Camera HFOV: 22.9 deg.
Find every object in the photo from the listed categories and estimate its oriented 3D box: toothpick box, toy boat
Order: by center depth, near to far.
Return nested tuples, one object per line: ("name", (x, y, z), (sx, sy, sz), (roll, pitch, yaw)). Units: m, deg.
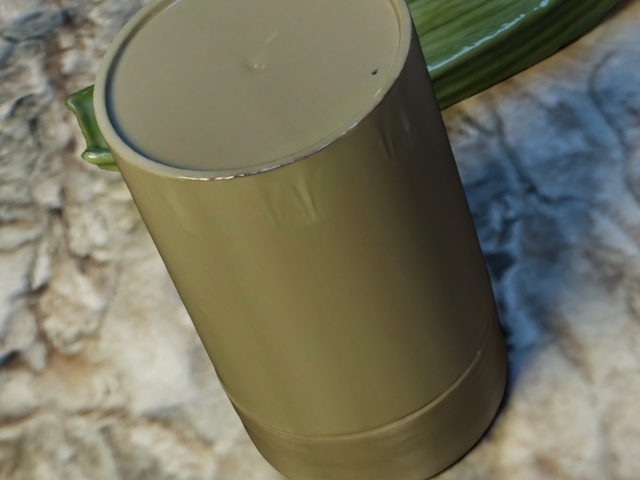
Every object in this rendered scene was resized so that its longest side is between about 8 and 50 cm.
("toothpick box", (0.000, 0.000, 0.560), (0.111, 0.181, 0.111), (-10, 48, 11))
("toy boat", (0.028, -0.095, 0.722), (0.293, 0.055, 0.093), (-25, 46, -2))
